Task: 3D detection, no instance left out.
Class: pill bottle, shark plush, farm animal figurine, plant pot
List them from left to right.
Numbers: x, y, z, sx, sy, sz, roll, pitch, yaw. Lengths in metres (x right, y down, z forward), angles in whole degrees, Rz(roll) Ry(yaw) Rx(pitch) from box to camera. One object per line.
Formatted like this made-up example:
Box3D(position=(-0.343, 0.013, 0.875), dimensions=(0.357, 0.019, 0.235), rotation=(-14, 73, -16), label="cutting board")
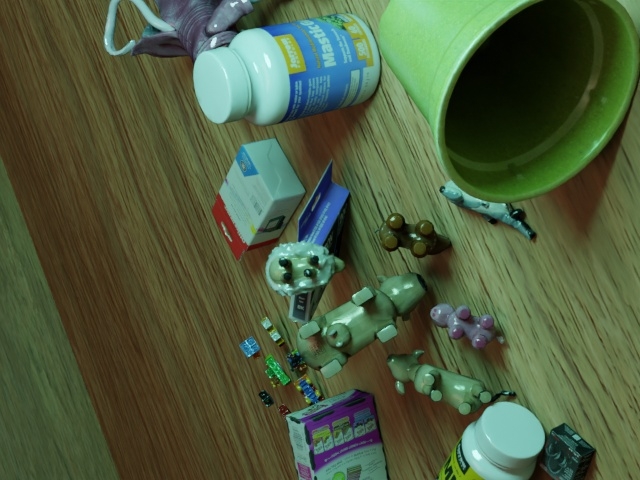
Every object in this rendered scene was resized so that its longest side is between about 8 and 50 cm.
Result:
Box3D(position=(-0.054, -0.264, 1.629), dimensions=(0.152, 0.272, 0.152), rotation=(31, 130, 46), label="pill bottle")
Box3D(position=(0.105, 0.132, 1.621), dimensions=(0.172, 0.326, 0.330), rotation=(27, -132, -87), label="farm animal figurine")
Box3D(position=(0.205, -0.229, 1.292), dimensions=(0.254, 0.276, 0.276), rotation=(-127, 35, -47), label="plant pot")
Box3D(position=(0.258, 0.346, 1.589), dimensions=(0.119, 0.119, 0.208), rotation=(52, 142, 30), label="pill bottle")
Box3D(position=(0.248, -0.053, 1.505), dimensions=(0.161, 0.073, 0.067), rotation=(23, 147, 26), label="shark plush")

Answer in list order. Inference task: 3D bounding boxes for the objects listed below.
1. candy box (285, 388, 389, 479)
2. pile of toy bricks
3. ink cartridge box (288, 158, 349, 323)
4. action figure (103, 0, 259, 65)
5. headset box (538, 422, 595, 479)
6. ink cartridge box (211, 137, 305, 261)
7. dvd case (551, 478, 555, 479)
Box3D(position=(0.037, 0.412, 1.922), dimensions=(0.071, 0.159, 0.233), rotation=(5, 108, 58), label="candy box")
Box3D(position=(-0.080, 0.270, 2.107), dimensions=(0.212, 0.118, 0.105), rotation=(53, 177, 13), label="pile of toy bricks")
Box3D(position=(0.000, 0.000, 1.760), dimensions=(0.045, 0.206, 0.208), rotation=(13, 127, 10), label="ink cartridge box")
Box3D(position=(-0.206, -0.378, 1.835), dimensions=(0.370, 0.275, 0.248), rotation=(-127, 40, -51), label="action figure")
Box3D(position=(0.356, 0.318, 1.506), dimensions=(0.062, 0.032, 0.083), rotation=(43, 136, 38), label="headset box")
Box3D(position=(-0.126, -0.075, 2.014), dimensions=(0.134, 0.078, 0.231), rotation=(61, 146, 19), label="ink cartridge box")
Box3D(position=(0.394, 0.497, 1.537), dimensions=(0.239, 0.029, 0.179), rotation=(48, 141, 35), label="dvd case")
